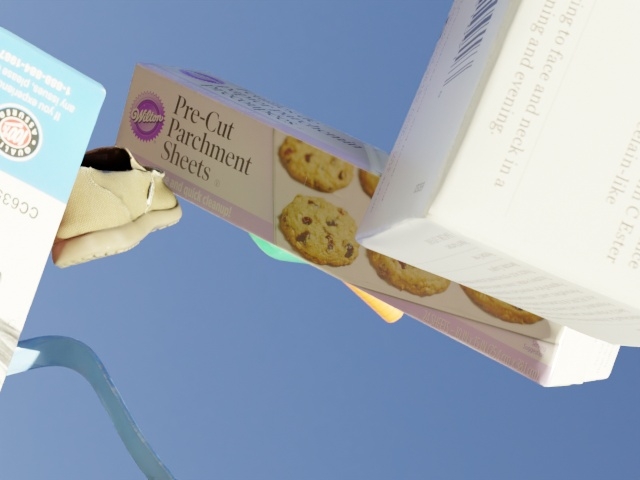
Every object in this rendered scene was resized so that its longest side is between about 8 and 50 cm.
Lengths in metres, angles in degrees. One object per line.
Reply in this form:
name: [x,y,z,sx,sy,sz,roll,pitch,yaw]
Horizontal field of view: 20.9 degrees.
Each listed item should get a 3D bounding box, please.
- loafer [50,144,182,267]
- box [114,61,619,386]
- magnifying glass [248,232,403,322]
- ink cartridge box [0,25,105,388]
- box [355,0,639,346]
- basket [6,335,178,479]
loafer: [-0.106,-0.024,0.884,0.148,0.056,0.050,-79,157,-80]
box: [0.020,-0.016,0.936,0.324,0.063,0.067,28,-73,36]
magnifying glass: [0.000,0.000,1.372,0.026,0.231,0.092,-18,-129,29]
ink cartridge box: [-0.168,0.010,0.550,0.082,0.140,0.190,4,-107,44]
box: [0.108,-0.062,0.617,0.182,0.119,0.181,155,-42,-84]
basket: [-0.236,0.154,1.063,0.255,0.289,0.201,45,-39,50]
